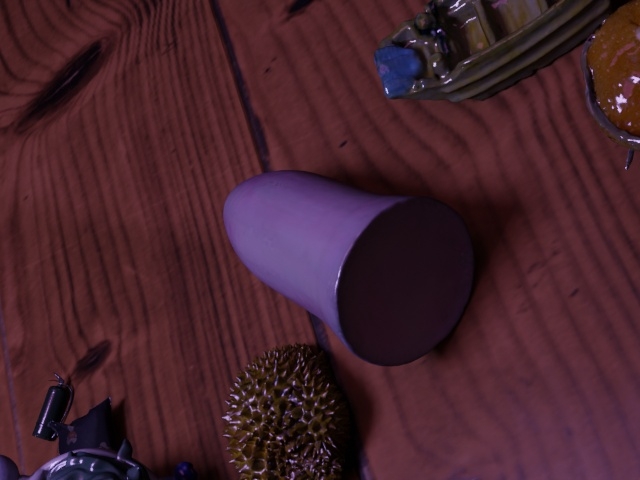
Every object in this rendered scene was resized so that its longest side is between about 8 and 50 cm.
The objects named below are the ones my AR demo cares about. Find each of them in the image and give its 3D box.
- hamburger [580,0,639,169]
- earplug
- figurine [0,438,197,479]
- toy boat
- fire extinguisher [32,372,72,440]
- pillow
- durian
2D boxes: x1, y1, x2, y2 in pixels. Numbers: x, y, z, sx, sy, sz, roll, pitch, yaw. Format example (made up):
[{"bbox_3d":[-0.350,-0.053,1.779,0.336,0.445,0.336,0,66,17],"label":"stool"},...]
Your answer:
[{"bbox_3d":[0.328,-0.143,1.189,0.177,0.113,0.185,35,103,38],"label":"hamburger"},{"bbox_3d":[0.000,0.000,1.381,0.301,0.172,0.172,26,89,51],"label":"earplug"},{"bbox_3d":[-0.311,0.351,1.439,0.382,0.261,0.186,-28,26,18],"label":"figurine"},{"bbox_3d":[0.190,-0.225,1.360,0.276,0.084,0.111,-30,52,24],"label":"toy boat"},{"bbox_3d":[-0.335,0.211,1.660,0.038,0.025,0.083,16,81,6],"label":"fire extinguisher"},{"bbox_3d":[-0.274,0.269,1.563,0.090,0.048,0.150,-37,54,32],"label":"pillow"},{"bbox_3d":[-0.037,0.199,1.355,0.146,0.102,0.208,-43,52,10],"label":"durian"}]
